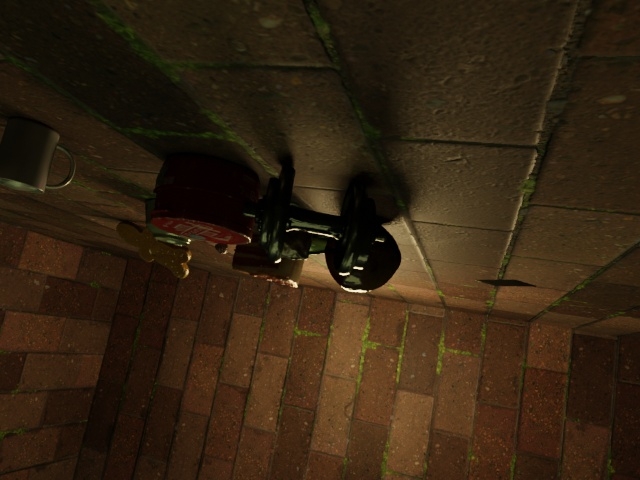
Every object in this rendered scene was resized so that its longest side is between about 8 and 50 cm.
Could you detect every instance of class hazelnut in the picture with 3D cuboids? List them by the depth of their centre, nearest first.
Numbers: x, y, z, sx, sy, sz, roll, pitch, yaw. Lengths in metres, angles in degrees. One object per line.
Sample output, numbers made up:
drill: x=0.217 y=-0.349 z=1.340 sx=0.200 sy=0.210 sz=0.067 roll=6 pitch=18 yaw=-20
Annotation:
hazelnut: x=0.100 y=0.030 z=1.358 sx=0.208 sy=0.208 sz=0.208 roll=10 pitch=170 yaw=2

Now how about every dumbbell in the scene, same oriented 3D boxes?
dumbbell: x=-0.010 y=-0.038 z=1.018 sx=0.289 sy=0.192 sz=0.192 roll=11 pitch=170 yaw=-5

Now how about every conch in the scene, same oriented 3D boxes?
conch: x=-0.002 y=-0.002 z=1.538 sx=0.200 sy=0.080 sz=0.095 roll=-9 pitch=153 yaw=10

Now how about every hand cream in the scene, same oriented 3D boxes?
hand cream: x=-0.246 y=-0.085 z=1.132 sx=0.230 sy=0.150 sz=0.230 roll=11 pitch=168 yaw=2

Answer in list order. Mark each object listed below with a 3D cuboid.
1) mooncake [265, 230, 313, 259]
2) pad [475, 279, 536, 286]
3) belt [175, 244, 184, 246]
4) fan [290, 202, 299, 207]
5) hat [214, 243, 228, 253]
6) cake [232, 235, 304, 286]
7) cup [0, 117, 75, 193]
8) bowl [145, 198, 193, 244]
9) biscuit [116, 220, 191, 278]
mooncake: x=-0.087 y=-0.011 z=1.426 sx=0.129 sy=0.125 sz=0.073 roll=7 pitch=165 yaw=4
pad: x=0.683 y=0.158 z=1.916 sx=0.116 sy=0.004 sz=0.193 roll=15 pitch=168 yaw=-28
belt: x=-0.660 y=0.036 z=2.271 sx=0.058 sy=0.140 sz=0.105 roll=6 pitch=125 yaw=29
fan: x=-0.095 y=-0.094 z=1.322 sx=0.083 sy=0.004 sz=0.056 roll=12 pitch=169 yaw=-4
hat: x=-0.419 y=0.022 z=2.210 sx=0.058 sy=0.042 sz=0.087 roll=13 pitch=-156 yaw=-17
cake: x=-0.183 y=0.062 z=1.845 sx=0.261 sy=0.158 sz=0.159 roll=13 pitch=165 yaw=-7
cup: x=-0.595 y=-0.166 z=1.072 sx=0.099 sy=0.133 sz=0.136 roll=5 pitch=169 yaw=22
bowl: x=-0.460 y=-0.050 z=1.643 sx=0.211 sy=0.112 sz=0.211 roll=8 pitch=170 yaw=1
biscuit: x=-0.686 y=0.017 z=2.144 sx=0.339 sy=0.047 sz=0.216 roll=27 pitch=132 yaw=2
